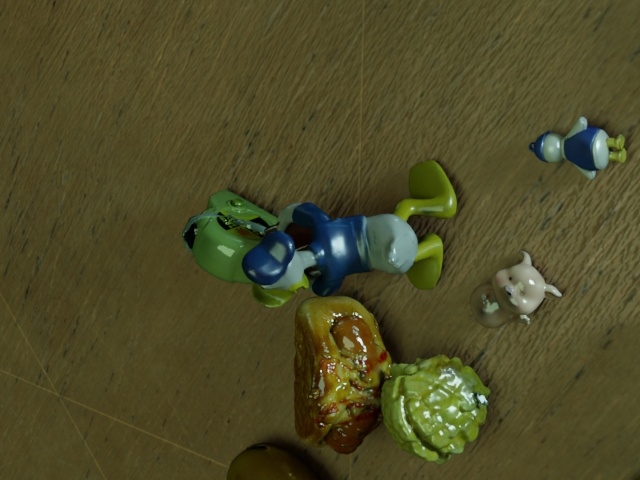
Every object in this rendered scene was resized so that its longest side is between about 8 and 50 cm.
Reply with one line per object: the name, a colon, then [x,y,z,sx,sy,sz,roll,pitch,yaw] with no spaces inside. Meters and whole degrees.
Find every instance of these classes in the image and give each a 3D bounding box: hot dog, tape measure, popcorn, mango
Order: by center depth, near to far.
popcorn: [0.182,0.258,1.935,0.173,0.173,0.142,40,143,20]
hot dog: [0.032,0.225,2.012,0.153,0.150,0.256,-150,58,-62]
tape measure: [-0.134,0.006,2.077,0.200,0.175,0.106,30,120,19]
mango: [-0.067,0.452,2.166,0.236,0.136,0.166,40,107,25]

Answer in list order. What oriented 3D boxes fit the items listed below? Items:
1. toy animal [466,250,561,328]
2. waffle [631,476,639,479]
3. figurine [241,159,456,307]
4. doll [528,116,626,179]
toy animal: [0.277,0.081,1.870,0.150,0.089,0.083,-30,107,33]
waffle: [0.495,0.429,1.821,0.149,0.051,0.194,9,107,34]
figurine: [0.000,0.000,1.883,0.283,0.338,0.204,3,101,45]
doll: [0.359,-0.130,1.766,0.143,0.057,0.099,3,124,35]
